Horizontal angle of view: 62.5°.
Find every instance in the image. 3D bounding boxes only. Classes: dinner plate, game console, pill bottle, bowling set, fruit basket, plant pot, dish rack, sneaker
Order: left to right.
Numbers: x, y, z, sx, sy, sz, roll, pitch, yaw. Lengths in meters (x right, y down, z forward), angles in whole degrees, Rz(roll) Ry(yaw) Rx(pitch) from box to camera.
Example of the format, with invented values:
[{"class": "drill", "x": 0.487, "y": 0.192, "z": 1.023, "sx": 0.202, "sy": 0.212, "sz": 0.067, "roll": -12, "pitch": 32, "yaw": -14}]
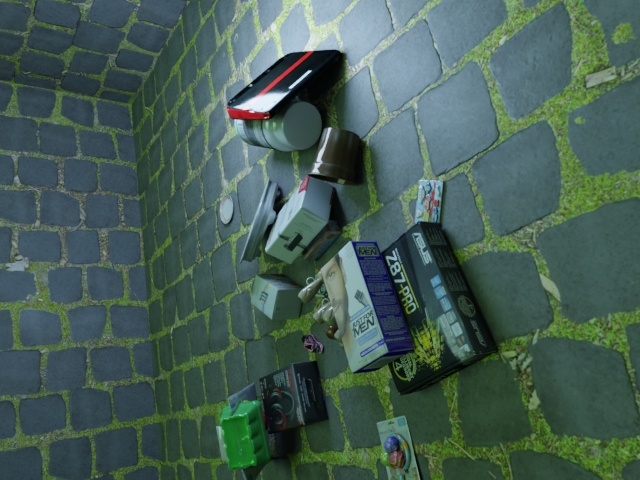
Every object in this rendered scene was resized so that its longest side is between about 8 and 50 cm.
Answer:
[{"class": "dinner plate", "x": -0.452, "y": -0.152, "z": 2.560, "sx": 0.141, "sy": 0.017, "sz": 0.141, "roll": -5, "pitch": 83, "yaw": 53}, {"class": "fruit basket", "x": -0.281, "y": 0.739, "z": 2.044, "sx": 0.353, "sy": 0.166, "sz": 0.326, "roll": 73, "pitch": -176, "yaw": -83}, {"class": "dish rack", "x": -0.233, "y": -0.079, "z": 2.115, "sx": 0.332, "sy": 0.073, "sz": 0.285, "roll": -88, "pitch": 18, "yaw": -61}, {"class": "pill bottle", "x": -0.164, "y": -0.450, "z": 2.028, "sx": 0.361, "sy": 0.204, "sz": 0.204, "roll": 22, "pitch": 106, "yaw": 52}, {"class": "game console", "x": -0.143, "y": -0.570, "z": 1.936, "sx": 0.386, "sy": 0.060, "sz": 0.342, "roll": -46, "pitch": 38, "yaw": -18}, {"class": "sneaker", "x": -0.042, "y": 0.380, "z": 1.943, "sx": 0.119, "sy": 0.057, "sz": 0.047, "roll": 23, "pitch": 109, "yaw": 53}, {"class": "plant pot", "x": 0.056, "y": -0.282, "z": 1.772, "sx": 0.167, "sy": 0.167, "sz": 0.165, "roll": 13, "pitch": 90, "yaw": 53}, {"class": "bowling set", "x": 0.066, "y": 0.231, "z": 1.723, "sx": 0.287, "sy": 0.154, "sz": 0.200, "roll": 42, "pitch": 161, "yaw": 10}]

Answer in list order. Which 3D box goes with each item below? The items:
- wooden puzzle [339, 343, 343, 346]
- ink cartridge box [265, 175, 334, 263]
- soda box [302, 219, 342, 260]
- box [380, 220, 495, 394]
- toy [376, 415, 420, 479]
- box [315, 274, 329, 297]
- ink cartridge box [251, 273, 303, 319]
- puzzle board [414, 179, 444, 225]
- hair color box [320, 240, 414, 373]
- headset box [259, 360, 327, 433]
[{"class": "wooden puzzle", "x": 0.073, "y": 0.320, "z": 1.826, "sx": 0.116, "sy": 0.014, "sz": 0.078, "roll": 47, "pitch": 124, "yaw": 45}, {"class": "ink cartridge box", "x": -0.075, "y": -0.074, "z": 1.899, "sx": 0.273, "sy": 0.114, "sz": 0.196, "roll": -47, "pitch": 22, "yaw": 41}, {"class": "soda box", "x": 0.000, "y": 0.000, "z": 1.899, "sx": 0.183, "sy": 0.063, "sz": 0.058, "roll": -48, "pitch": 51, "yaw": 40}, {"class": "box", "x": 0.277, "y": 0.193, "z": 1.486, "sx": 0.318, "sy": 0.097, "sz": 0.394, "roll": -44, "pitch": 54, "yaw": 43}, {"class": "toy", "x": 0.222, "y": 0.657, "z": 1.571, "sx": 0.137, "sy": 0.056, "sz": 0.237, "roll": -36, "pitch": 60, "yaw": 45}, {"class": "box", "x": 0.020, "y": 0.164, "z": 1.895, "sx": 0.136, "sy": 0.028, "sz": 0.081, "roll": -2, "pitch": 87, "yaw": 52}, {"class": "ink cartridge box", "x": -0.168, "y": 0.218, "z": 2.061, "sx": 0.176, "sy": 0.128, "sz": 0.127, "roll": 28, "pitch": 110, "yaw": 50}, {"class": "puzzle board", "x": 0.312, "y": -0.110, "z": 1.527, "sx": 0.096, "sy": 0.011, "sz": 0.128, "roll": 10, "pitch": 96, "yaw": 53}, {"class": "hair color box", "x": 0.127, "y": 0.190, "z": 1.527, "sx": 0.185, "sy": 0.110, "sz": 0.338, "roll": -47, "pitch": 51, "yaw": 46}, {"class": "headset box", "x": -0.099, "y": 0.583, "z": 1.963, "sx": 0.293, "sy": 0.110, "sz": 0.217, "roll": -36, "pitch": 60, "yaw": 47}]
